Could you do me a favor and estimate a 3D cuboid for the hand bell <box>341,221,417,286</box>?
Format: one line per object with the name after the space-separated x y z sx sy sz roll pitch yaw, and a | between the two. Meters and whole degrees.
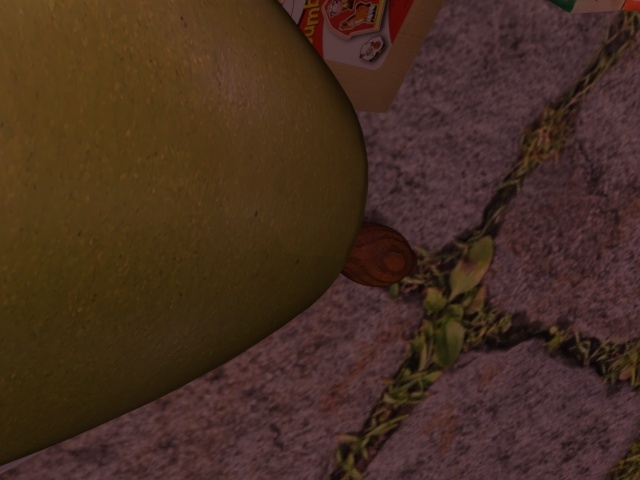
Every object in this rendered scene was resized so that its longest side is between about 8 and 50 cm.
0.000 0.000 0.746 0.126 0.126 0.242 -54 156 11 | hand bell

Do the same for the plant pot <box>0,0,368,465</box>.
-0.116 -0.037 0.496 0.293 0.275 0.275 7 119 -57 | plant pot

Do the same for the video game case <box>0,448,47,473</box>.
-0.197 0.060 0.668 0.212 0.023 0.193 -27 137 -22 | video game case

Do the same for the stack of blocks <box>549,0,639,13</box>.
0.222 -0.224 0.711 0.297 0.087 0.171 -12 131 -43 | stack of blocks

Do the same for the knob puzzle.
-0.004 -0.153 0.646 0.213 0.030 0.213 -24 137 -24 | knob puzzle
